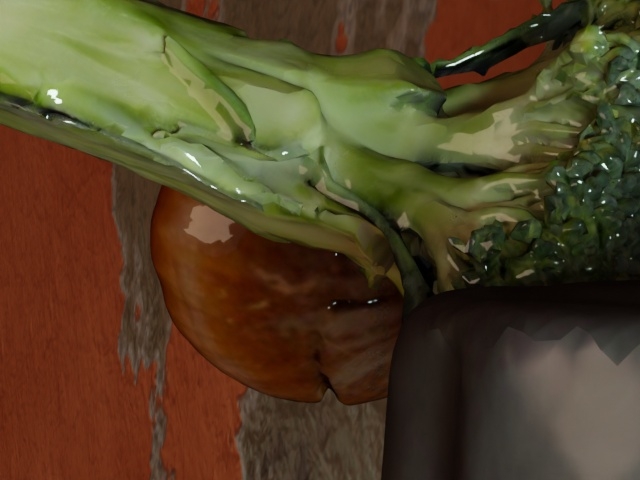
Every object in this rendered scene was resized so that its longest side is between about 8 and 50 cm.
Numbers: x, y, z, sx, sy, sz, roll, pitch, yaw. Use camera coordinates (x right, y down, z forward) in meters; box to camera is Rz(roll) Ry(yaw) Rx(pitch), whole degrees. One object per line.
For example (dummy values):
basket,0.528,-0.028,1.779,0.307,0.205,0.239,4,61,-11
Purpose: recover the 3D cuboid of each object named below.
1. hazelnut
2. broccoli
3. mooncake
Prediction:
hazelnut,0.000,0.000,0.999,0.182,0.182,0.182,-175,90,-69
broccoli,-0.003,-0.039,0.781,0.361,0.252,0.221,28,110,26
mooncake,0.136,0.072,0.514,0.245,0.245,0.133,-159,73,-69
